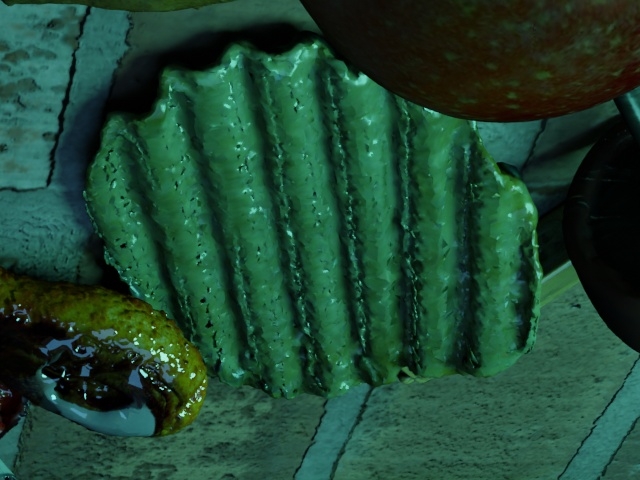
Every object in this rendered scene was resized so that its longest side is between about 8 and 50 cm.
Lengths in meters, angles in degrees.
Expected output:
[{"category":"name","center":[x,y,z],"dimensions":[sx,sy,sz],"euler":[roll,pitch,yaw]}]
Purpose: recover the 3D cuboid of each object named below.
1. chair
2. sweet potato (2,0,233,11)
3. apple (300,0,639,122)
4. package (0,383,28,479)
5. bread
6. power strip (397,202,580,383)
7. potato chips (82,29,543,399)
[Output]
[{"category":"chair","center":[0.252,-0.085,1.314],"dimensions":[0.227,0.226,0.401],"euler":[-27,140,9]},{"category":"sweet potato","center":[-0.072,-0.202,1.149],"dimensions":[0.292,0.097,0.097],"euler":[-23,141,6]},{"category":"apple","center":[0.132,-0.241,0.992],"dimensions":[0.277,0.348,0.348],"euler":[5,163,45]},{"category":"package","center":[-0.390,0.172,1.478],"dimensions":[0.269,0.071,0.194],"euler":[0,123,-17]},{"category":"bread","center":[-0.216,0.083,1.417],"dimensions":[0.269,0.095,0.139],"euler":[23,126,-11]},{"category":"power strip","center":[0.169,0.040,1.549],"dimensions":[0.305,0.064,0.044],"euler":[-36,136,19]},{"category":"potato chips","center":[0.000,0.000,1.409],"dimensions":[0.359,0.070,0.429],"euler":[-7,136,5]}]
